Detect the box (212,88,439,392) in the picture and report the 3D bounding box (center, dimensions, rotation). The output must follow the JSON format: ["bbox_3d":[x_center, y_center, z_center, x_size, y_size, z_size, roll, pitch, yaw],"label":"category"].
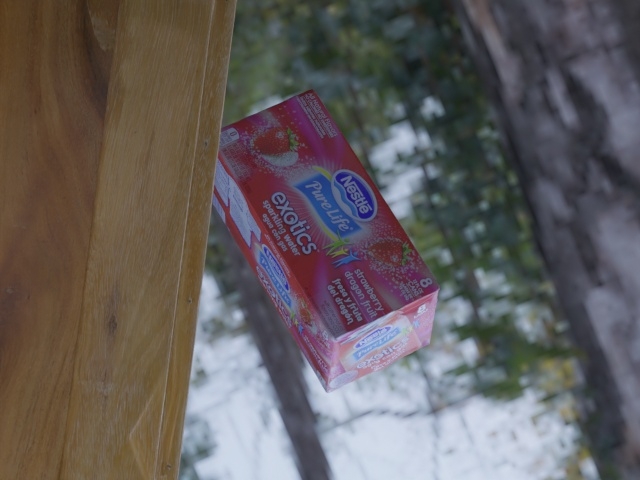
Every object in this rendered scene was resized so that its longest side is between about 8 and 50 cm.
[{"bbox_3d":[0.000,0.000,1.935,0.122,0.257,0.128,-25,156,-15],"label":"box"}]

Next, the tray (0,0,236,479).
[{"bbox_3d":[-0.170,0.019,1.108,0.202,0.411,0.076,7,178,-23],"label":"tray"}]
